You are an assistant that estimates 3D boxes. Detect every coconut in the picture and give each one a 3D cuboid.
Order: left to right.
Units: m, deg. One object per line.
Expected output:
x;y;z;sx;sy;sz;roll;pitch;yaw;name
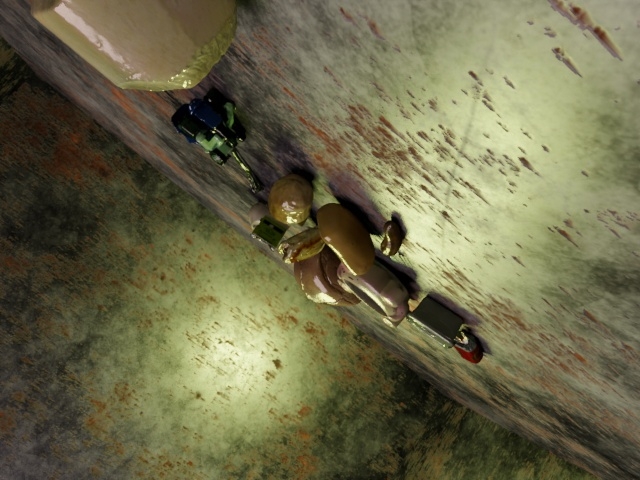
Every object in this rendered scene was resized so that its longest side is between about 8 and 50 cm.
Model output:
-0.257;-0.341;0.570;0.239;0.239;0.244;26;169;42;coconut

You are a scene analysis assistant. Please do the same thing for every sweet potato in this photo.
0.175;0.001;1.035;0.053;0.053;0.182;25;163;14;sweet potato

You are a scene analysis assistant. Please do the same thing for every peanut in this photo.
-0.082;-0.111;1.165;0.129;0.129;0.224;37;171;0;peanut

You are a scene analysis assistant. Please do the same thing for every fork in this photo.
0.173;0.011;1.149;0.235;0.021;0.039;43;164;-26;fork

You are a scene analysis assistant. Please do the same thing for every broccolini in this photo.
-0.242;-0.232;1.407;0.042;0.044;0.218;48;169;30;broccolini

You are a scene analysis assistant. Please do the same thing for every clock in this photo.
0.182;0.161;1.437;0.284;0.114;0.309;40;170;19;clock

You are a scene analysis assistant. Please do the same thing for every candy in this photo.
0.509;0.370;1.448;0.086;0.059;0.292;25;164;41;candy

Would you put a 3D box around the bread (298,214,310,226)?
-0.103;-0.106;1.383;0.117;0.064;0.156;41;175;-42;bread

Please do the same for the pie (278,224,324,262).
-0.054;0.019;1.442;0.205;0.179;0.084;112;136;-73;pie

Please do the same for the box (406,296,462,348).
0.370;0.259;1.344;0.172;0.092;0.124;34;168;17;box

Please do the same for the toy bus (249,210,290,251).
-0.174;-0.047;1.515;0.113;0.139;0.302;33;179;-8;toy bus

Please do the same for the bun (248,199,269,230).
-0.228;-0.074;1.739;0.173;0.119;0.173;36;170;7;bun

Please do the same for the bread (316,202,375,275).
0.078;-0.010;1.123;0.217;0.098;0.147;49;-161;-41;bread

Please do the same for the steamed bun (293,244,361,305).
0.023;0.164;1.715;0.301;0.199;0.252;43;166;-20;steamed bun

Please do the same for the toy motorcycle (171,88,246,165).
-0.311;-0.303;1.135;0.196;0.125;0.331;40;172;-15;toy motorcycle
